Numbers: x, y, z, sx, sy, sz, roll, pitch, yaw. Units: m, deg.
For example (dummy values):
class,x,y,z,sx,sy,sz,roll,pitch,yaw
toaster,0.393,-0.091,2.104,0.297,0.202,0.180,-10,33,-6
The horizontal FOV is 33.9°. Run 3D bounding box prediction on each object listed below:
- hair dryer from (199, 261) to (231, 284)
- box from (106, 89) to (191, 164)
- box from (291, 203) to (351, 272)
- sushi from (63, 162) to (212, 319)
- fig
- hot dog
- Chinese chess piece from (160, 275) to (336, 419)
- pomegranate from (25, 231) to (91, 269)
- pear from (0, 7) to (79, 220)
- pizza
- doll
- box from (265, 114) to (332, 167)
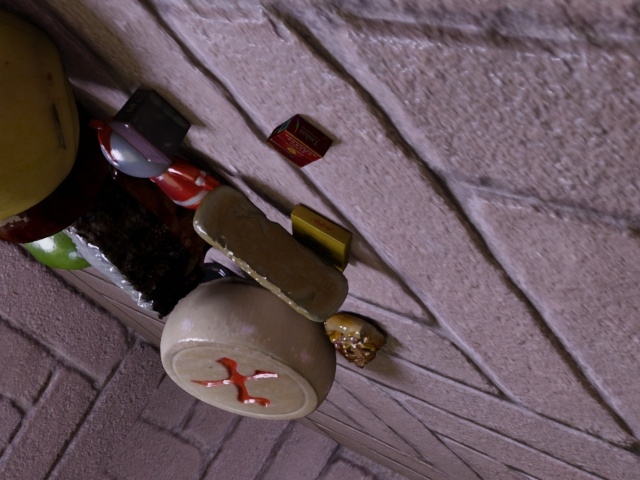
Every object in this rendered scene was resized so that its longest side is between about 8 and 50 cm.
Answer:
class,x,y,z,sx,sy,sz,roll,pitch,yaw
hair dryer,-0.130,0.142,2.096,0.278,0.090,0.135,24,164,8
box,-0.216,-0.146,1.342,0.060,0.063,0.084,10,153,51
box,0.000,0.000,1.458,0.087,0.023,0.155,33,166,8
sushi,-0.314,-0.011,1.769,0.196,0.182,0.343,28,163,21
fig,-0.431,-0.111,1.578,0.235,0.235,0.214,26,150,23
hot dog,-0.070,0.020,1.465,0.242,0.084,0.073,37,170,-8
Chinese chess piece,-0.135,0.213,1.991,0.338,0.141,0.338,12,146,8
pomegranate,-0.438,-0.070,1.910,0.159,0.241,0.190,-13,170,25
pear,-0.457,-0.162,1.346,0.309,0.309,0.309,30,165,9
pizza,0.056,0.179,1.859,0.127,0.058,0.246,33,168,-5
doll,-0.226,-0.107,1.471,0.142,0.076,0.245,3,153,48
box,-0.025,-0.108,1.152,0.051,0.023,0.082,37,165,-13
